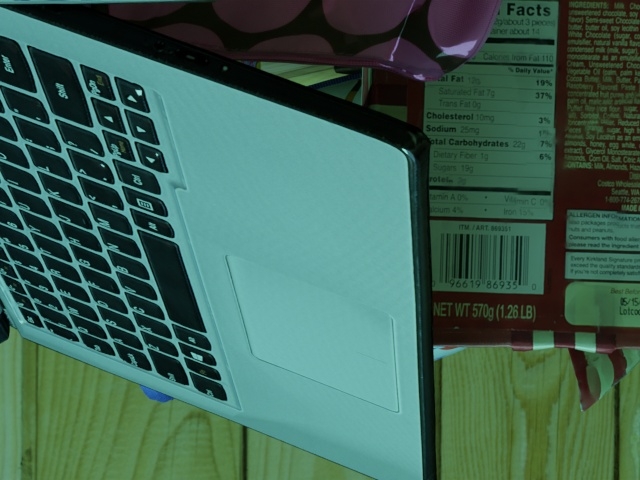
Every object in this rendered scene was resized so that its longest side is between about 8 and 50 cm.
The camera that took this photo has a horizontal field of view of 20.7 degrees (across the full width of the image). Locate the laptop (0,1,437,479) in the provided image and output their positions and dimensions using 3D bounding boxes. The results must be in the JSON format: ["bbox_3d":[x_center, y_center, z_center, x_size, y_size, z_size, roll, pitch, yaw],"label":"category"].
[{"bbox_3d":[-0.180,0.069,0.769,0.408,0.236,0.382,20,157,14],"label":"laptop"}]

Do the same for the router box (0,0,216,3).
[{"bbox_3d":[-0.213,-0.124,0.485,0.335,0.082,0.301,1,180,4],"label":"router box"}]

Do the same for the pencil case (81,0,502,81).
[{"bbox_3d":[-0.018,-0.115,0.749,0.209,0.098,0.095,0,180,-26],"label":"pencil case"}]

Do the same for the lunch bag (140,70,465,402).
[{"bbox_3d":[0.000,0.000,1.384,0.328,0.239,0.385,-13,179,-1],"label":"lunch bag"}]

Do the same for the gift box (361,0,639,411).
[{"bbox_3d":[0.124,-0.031,1.061,0.255,0.276,0.258,6,-179,1],"label":"gift box"}]

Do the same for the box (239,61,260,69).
[{"bbox_3d":[-0.227,-0.077,1.058,0.290,0.177,0.279,1,180,-33],"label":"box"}]

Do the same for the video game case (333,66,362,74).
[{"bbox_3d":[0.176,-0.149,1.446,0.274,0.026,0.196,2,-179,44],"label":"video game case"}]
